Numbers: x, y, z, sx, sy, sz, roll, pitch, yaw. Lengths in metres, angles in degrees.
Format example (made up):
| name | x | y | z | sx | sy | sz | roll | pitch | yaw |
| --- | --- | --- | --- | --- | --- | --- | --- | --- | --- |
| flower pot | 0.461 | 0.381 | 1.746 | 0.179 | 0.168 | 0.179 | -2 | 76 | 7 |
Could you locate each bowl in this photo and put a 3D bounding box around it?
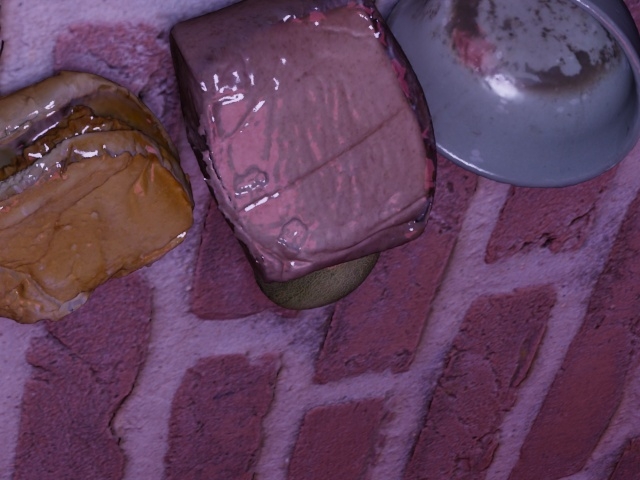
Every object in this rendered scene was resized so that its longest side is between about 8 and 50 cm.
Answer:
| name | x | y | z | sx | sy | sz | roll | pitch | yaw |
| --- | --- | --- | --- | --- | --- | --- | --- | --- | --- |
| bowl | 0.221 | -0.207 | 1.701 | 0.289 | 0.146 | 0.289 | 16 | 138 | 15 |

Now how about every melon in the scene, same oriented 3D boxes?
| name | x | y | z | sx | sy | sz | roll | pitch | yaw |
| --- | --- | --- | --- | --- | --- | --- | --- | --- | --- |
| melon | 0.000 | 0.000 | 1.856 | 0.139 | 0.139 | 0.192 | 16 | 131 | -39 |

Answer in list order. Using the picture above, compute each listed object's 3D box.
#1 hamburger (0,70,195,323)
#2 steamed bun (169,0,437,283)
| name | x | y | z | sx | sy | sz | roll | pitch | yaw |
| --- | --- | --- | --- | --- | --- | --- | --- | --- | --- |
| hamburger | -0.283 | -0.043 | 1.662 | 0.283 | 0.145 | 0.259 | -29 | 145 | -1 |
| steamed bun | -0.028 | -0.122 | 1.663 | 0.251 | 0.199 | 0.301 | -25 | 117 | -14 |
